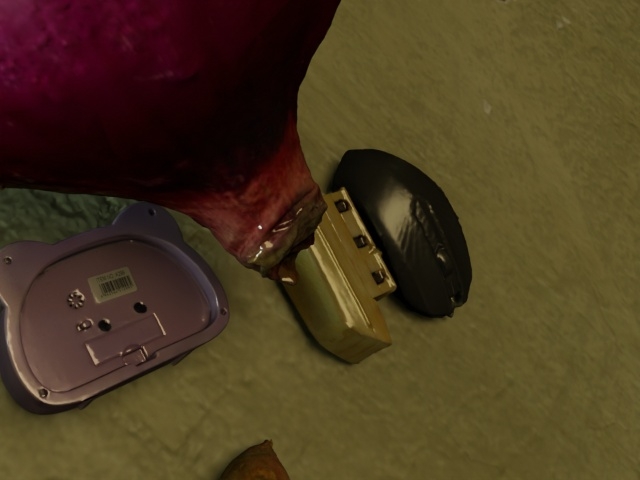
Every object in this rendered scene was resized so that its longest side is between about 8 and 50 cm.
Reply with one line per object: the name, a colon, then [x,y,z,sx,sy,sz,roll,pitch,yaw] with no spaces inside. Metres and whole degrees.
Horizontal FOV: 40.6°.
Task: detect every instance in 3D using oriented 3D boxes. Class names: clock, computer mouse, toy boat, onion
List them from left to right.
clock: [-0.145,0.044,0.574,0.152,0.050,0.110,-23,82,-39]
onion: [-0.107,-0.134,0.515,0.385,0.347,0.348,56,50,-16]
toy boat: [0.000,0.000,0.689,0.077,0.057,0.201,-22,81,-43]
computer mouse: [0.077,-0.010,0.743,0.099,0.057,0.172,-36,91,-36]

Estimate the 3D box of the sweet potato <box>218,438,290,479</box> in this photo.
sweet potato: [-0.062,0.217,0.540,0.068,0.068,0.226,35,54,-15]
